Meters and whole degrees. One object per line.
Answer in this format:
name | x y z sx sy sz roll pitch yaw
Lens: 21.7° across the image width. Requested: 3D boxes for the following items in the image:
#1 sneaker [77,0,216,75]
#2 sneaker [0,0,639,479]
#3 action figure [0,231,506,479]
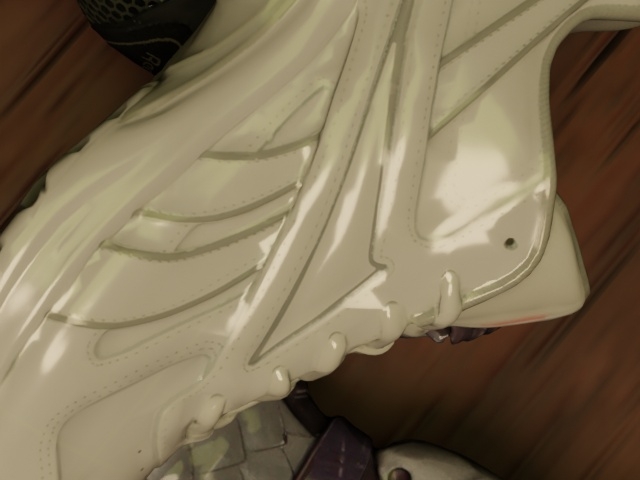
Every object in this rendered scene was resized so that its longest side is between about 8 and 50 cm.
sneaker | 0.037 -0.120 0.461 0.130 0.087 0.227 44 88 -5
sneaker | 0.000 0.000 0.377 0.115 0.090 0.232 36 93 -1
action figure | 0.017 0.082 0.447 0.285 0.099 0.185 32 91 -1
